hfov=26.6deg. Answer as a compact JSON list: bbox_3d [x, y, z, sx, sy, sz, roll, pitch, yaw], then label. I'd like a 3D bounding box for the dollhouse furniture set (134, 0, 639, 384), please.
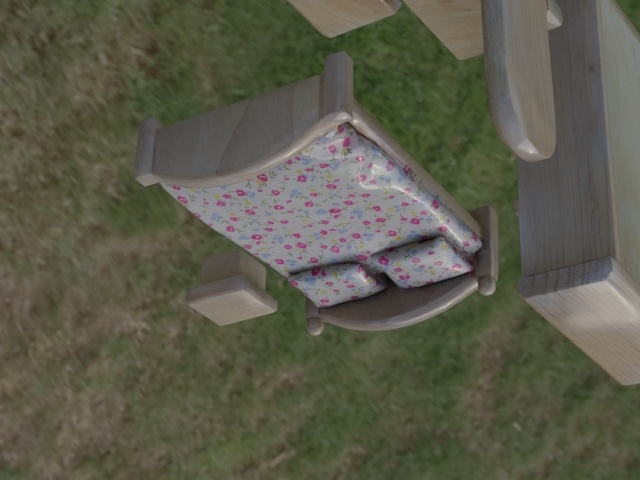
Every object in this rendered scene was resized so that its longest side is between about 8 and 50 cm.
[{"bbox_3d":[0.000,0.000,0.723,0.355,0.174,0.303,-16,146,29],"label":"dollhouse furniture set"}]
